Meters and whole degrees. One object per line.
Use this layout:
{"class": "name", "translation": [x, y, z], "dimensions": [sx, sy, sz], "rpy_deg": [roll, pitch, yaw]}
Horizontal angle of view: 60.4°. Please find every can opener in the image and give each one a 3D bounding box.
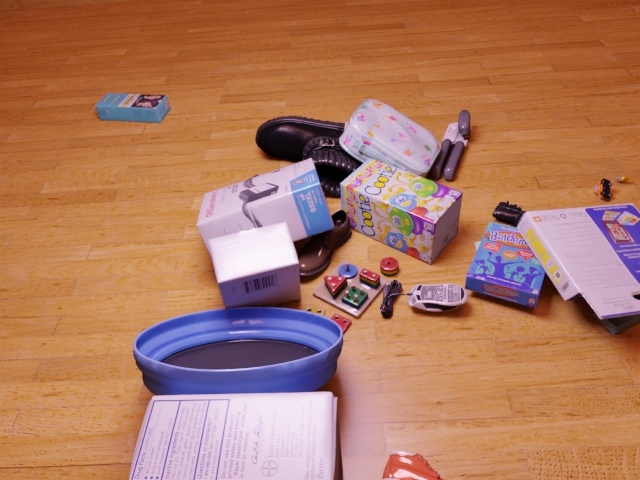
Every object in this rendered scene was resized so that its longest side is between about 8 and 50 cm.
{"class": "can opener", "translation": [0.399, -0.297, 1.662], "dimensions": [0.075, 0.095, 0.283], "rpy_deg": [12, 45, 19]}

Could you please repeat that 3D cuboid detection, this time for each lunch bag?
{"class": "lunch bag", "translation": [0.194, -0.275, 1.577], "dimensions": [0.279, 0.108, 0.224], "rpy_deg": [33, 45, 1]}

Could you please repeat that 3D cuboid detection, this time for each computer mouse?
{"class": "computer mouse", "translation": [0.237, 0.136, 1.255], "dimensions": [0.192, 0.042, 0.106], "rpy_deg": [1, 38, 16]}

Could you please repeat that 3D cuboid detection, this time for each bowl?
{"class": "bowl", "translation": [-0.150, 0.211, 1.048], "dimensions": [0.390, 0.077, 0.391], "rpy_deg": [-1, 7, 0]}

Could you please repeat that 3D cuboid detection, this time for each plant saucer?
{"class": "plant saucer", "translation": [0.696, 0.145, 1.211], "dimensions": [0.192, 0.018, 0.067], "rpy_deg": [-21, 45, -15]}

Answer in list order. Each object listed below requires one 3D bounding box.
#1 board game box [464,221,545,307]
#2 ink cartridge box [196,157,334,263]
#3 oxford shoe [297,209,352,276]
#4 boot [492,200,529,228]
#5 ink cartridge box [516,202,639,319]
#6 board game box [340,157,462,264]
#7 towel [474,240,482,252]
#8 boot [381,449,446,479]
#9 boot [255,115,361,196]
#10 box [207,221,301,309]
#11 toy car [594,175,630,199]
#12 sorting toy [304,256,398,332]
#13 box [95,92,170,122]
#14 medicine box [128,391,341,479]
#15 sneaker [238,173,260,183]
{"class": "board game box", "translation": [0.445, 0.051, 1.285], "dimensions": [0.160, 0.047, 0.210], "rpy_deg": [14, 44, 23]}
{"class": "ink cartridge box", "translation": [-0.138, -0.076, 1.381], "dimensions": [0.307, 0.129, 0.223], "rpy_deg": [-18, 25, 2]}
{"class": "oxford shoe", "translation": [0.000, 0.000, 1.386], "dimensions": [0.082, 0.096, 0.227], "rpy_deg": [20, 50, 23]}
{"class": "boot", "translation": [0.495, -0.055, 1.427], "dimensions": [0.099, 0.045, 0.121], "rpy_deg": [25, 42, 26]}
{"class": "ink cartridge box", "translation": [0.646, 0.049, 1.223], "dimensions": [0.303, 0.072, 0.307], "rpy_deg": [-4, 50, -15]}
{"class": "board game box", "translation": [0.203, -0.081, 1.416], "dimensions": [0.275, 0.142, 0.144], "rpy_deg": [25, 51, 29]}
{"class": "towel", "translation": [0.445, 0.050, 1.336], "dimensions": [0.113, 0.023, 0.152], "rpy_deg": [-4, 42, 0]}
{"class": "boot", "translation": [0.186, 0.410, 0.952], "dimensions": [0.157, 0.059, 0.085], "rpy_deg": [7, 39, 15]}
{"class": "boot", "translation": [-0.040, -0.252, 1.635], "dimensions": [0.347, 0.131, 0.260], "rpy_deg": [1, 43, 7]}
{"class": "box", "translation": [-0.145, 0.069, 1.250], "dimensions": [0.180, 0.182, 0.119], "rpy_deg": [-13, 59, -8]}
{"class": "toy car", "translation": [0.797, -0.141, 1.510], "dimensions": [0.122, 0.060, 0.040], "rpy_deg": [-8, -4, -26]}
{"class": "sorting toy", "translation": [0.065, 0.106, 1.299], "dimensions": [0.132, 0.046, 0.274], "rpy_deg": [25, 51, 29]}
{"class": "box", "translation": [-0.684, -0.486, 2.009], "dimensions": [0.244, 0.060, 0.101], "rpy_deg": [5, 44, 11]}
{"class": "medicine box", "translation": [-0.113, 0.373, 0.869], "dimensions": [0.289, 0.264, 0.149], "rpy_deg": [-1, 43, 4]}
{"class": "sneaker", "translation": [-0.169, -0.162, 1.600], "dimensions": [0.157, 0.065, 0.061], "rpy_deg": [-20, 45, -15]}
